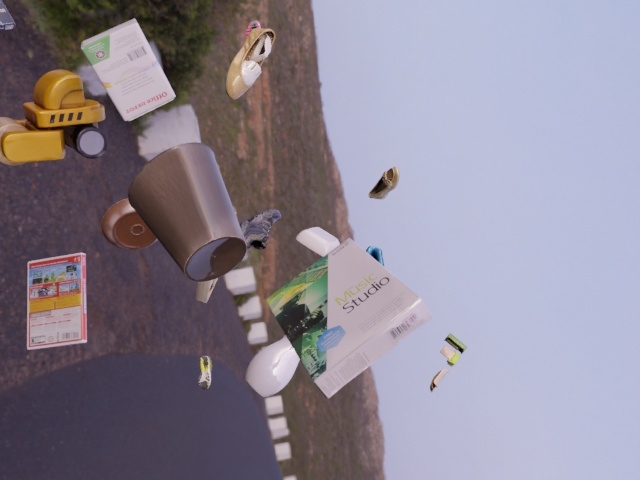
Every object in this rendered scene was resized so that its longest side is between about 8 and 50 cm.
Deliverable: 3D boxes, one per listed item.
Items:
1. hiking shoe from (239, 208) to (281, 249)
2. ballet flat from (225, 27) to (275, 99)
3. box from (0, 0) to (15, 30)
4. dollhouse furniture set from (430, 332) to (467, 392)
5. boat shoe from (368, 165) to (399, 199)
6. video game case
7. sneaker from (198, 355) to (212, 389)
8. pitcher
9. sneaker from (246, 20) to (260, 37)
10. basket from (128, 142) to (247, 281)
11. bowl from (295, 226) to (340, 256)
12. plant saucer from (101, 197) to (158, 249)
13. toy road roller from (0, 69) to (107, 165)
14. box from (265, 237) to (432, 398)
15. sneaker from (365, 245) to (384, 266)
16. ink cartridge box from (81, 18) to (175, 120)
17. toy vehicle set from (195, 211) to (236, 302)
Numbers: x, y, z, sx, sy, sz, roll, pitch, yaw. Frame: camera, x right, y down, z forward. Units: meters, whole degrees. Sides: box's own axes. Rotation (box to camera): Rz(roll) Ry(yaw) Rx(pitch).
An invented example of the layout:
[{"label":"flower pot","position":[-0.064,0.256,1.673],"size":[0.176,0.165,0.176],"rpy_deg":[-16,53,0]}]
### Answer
[{"label":"hiking shoe","position":[-0.210,-0.028,1.901],"size":[0.086,0.226,0.114],"rpy_deg":[-16,-78,45]},{"label":"ballet flat","position":[-0.179,-0.467,1.448],"size":[0.080,0.073,0.233],"rpy_deg":[49,51,-51]},{"label":"box","position":[-0.694,-0.468,1.162],"size":[0.018,0.083,0.067],"rpy_deg":[-37,-97,48]},{"label":"dollhouse furniture set","position":[0.318,0.320,1.464],"size":[0.058,0.152,0.076],"rpy_deg":[38,-19,17]},{"label":"boat shoe","position":[0.203,-0.181,1.777],"size":[0.153,0.048,0.056],"rpy_deg":[128,-47,-56]},{"label":"video game case","position":[-0.840,0.193,1.775],"size":[0.025,0.203,0.286],"rpy_deg":[38,44,-73]},{"label":"sneaker","position":[-0.277,0.322,1.367],"size":[0.035,0.031,0.084],"rpy_deg":[-2,96,-77]},{"label":"pitcher","position":[-0.128,0.357,1.674],"size":[0.125,0.207,0.177],"rpy_deg":[45,-8,-9]},{"label":"sneaker","position":[-0.196,-0.610,1.709],"size":[0.057,0.047,0.120],"rpy_deg":[-53,146,-67]},{"label":"basket","position":[-0.247,-0.046,1.087],"size":[0.227,0.204,0.154],"rpy_deg":[55,8,29]},{"label":"bowl","position":[0.000,0.000,1.939],"size":[0.053,0.142,0.142],"rpy_deg":[-62,162,15]},{"label":"plant saucer","position":[-0.564,-0.041,1.709],"size":[0.036,0.198,0.199],"rpy_deg":[-125,-156,-44]},{"label":"toy road roller","position":[-0.798,-0.364,1.619],"size":[0.202,0.329,0.241],"rpy_deg":[27,-57,45]},{"label":"box","position":[0.037,0.130,1.075],"size":[0.059,0.232,0.322],"rpy_deg":[56,-6,-26]},{"label":"sneaker","position":[0.141,0.163,1.796],"size":[0.341,0.124,0.140],"rpy_deg":[-80,178,-46]},{"label":"ink cartridge box","position":[-0.502,-0.446,1.467],"size":[0.093,0.154,0.213],"rpy_deg":[54,-10,55]},{"label":"toy vehicle set","position":[-0.294,0.048,1.558],"size":[0.267,0.035,0.166],"rpy_deg":[116,-5,-57]}]
